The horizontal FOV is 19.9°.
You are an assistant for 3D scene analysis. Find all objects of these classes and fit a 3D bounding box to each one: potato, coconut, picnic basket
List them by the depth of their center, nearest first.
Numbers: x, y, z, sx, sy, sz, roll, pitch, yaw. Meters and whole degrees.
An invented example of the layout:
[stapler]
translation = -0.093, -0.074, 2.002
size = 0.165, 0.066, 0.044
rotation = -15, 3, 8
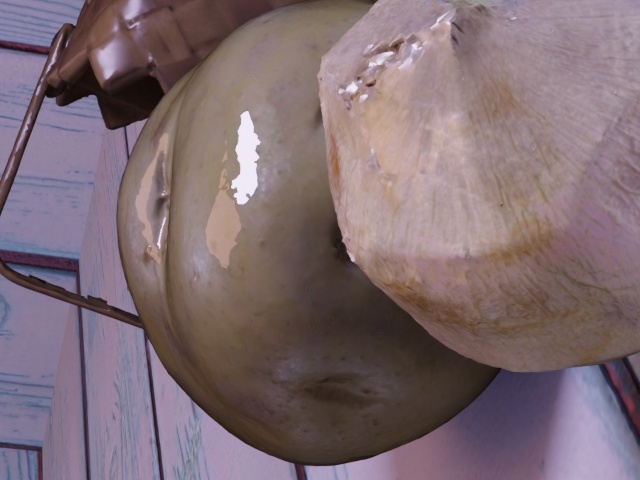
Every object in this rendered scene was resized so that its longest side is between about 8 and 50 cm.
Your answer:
[coconut]
translation = 0.088, -0.042, 0.754
size = 0.194, 0.194, 0.194
rotation = -172, 90, -76
[potato]
translation = 0.000, 0.000, 1.015
size = 0.243, 0.221, 0.326
rotation = 66, 167, 5
[picnic basket]
translation = -0.078, -0.087, 1.322
size = 0.291, 0.254, 0.321
rotation = -172, 103, -78

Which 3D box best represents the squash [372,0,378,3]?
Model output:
[squash]
translation = 0.069, -0.144, 1.011
size = 0.105, 0.132, 0.105
rotation = -172, 90, -74
